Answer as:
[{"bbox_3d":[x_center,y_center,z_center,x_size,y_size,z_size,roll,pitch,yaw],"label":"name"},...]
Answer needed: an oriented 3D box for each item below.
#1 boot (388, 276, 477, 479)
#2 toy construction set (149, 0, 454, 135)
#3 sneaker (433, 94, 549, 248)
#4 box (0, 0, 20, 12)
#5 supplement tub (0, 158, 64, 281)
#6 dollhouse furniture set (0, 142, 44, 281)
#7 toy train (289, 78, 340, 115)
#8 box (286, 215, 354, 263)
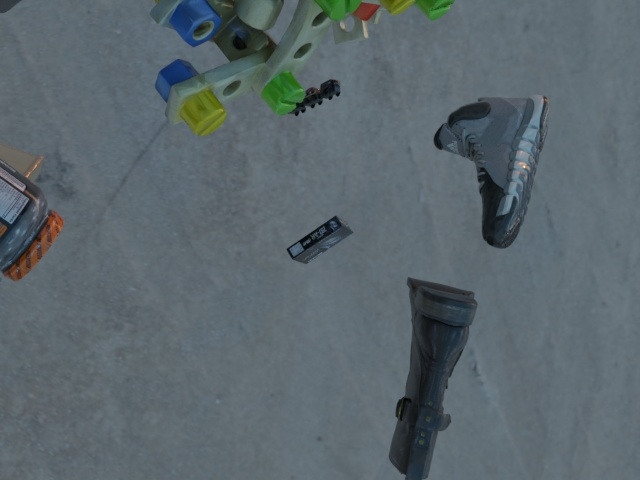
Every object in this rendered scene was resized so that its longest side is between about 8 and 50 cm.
[{"bbox_3d":[0.129,0.170,1.026,0.263,0.091,0.228,-13,116,-82],"label":"boot"},{"bbox_3d":[0.012,-0.204,0.663,0.151,0.215,0.328,44,31,1],"label":"toy construction set"},{"bbox_3d":[0.197,-0.092,1.009,0.086,0.132,0.228,74,33,-51],"label":"sneaker"},{"bbox_3d":[-0.201,-0.235,0.458,0.165,0.270,0.143,-37,105,-52],"label":"box"},{"bbox_3d":[-0.387,-0.045,0.895,0.190,0.117,0.117,41,67,-25],"label":"supplement tub"},{"bbox_3d":[-0.766,-0.042,1.784,0.286,0.198,0.303,-80,-169,-56],"label":"dollhouse furniture set"},{"bbox_3d":[-0.016,-0.265,1.507,0.027,0.158,0.036,10,75,-36],"label":"toy train"},{"bbox_3d":[0.000,0.000,1.119,0.018,0.083,0.067,59,9,15],"label":"box"}]
